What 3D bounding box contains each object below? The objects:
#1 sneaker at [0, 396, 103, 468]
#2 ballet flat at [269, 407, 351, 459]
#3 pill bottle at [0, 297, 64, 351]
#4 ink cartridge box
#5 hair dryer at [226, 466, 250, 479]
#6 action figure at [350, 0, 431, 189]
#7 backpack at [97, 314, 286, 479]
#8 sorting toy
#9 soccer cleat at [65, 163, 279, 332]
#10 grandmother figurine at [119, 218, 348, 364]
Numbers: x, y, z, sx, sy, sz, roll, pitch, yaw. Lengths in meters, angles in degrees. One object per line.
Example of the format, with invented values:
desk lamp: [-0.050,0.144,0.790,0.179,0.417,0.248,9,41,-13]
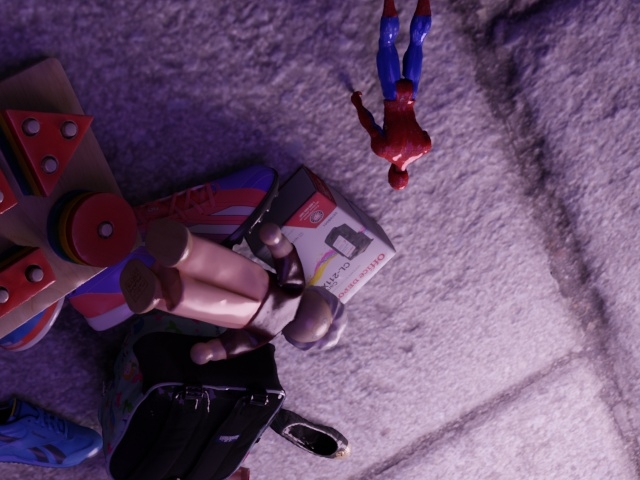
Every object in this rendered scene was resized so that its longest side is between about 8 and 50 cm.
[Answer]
sneaker: [-0.400,0.267,1.642,0.209,0.069,0.082,10,115,-27]
ballet flat: [-0.015,0.315,1.841,0.173,0.049,0.057,31,109,-35]
pill bottle: [-0.426,0.036,1.399,0.124,0.124,0.221,-45,129,11]
ink cartridge box: [0.000,0.000,1.613,0.127,0.072,0.175,-46,127,12]
hair dryer: [-0.230,0.410,1.780,0.294,0.080,0.223,-33,112,18]
action figure: [0.091,-0.208,1.507,0.092,0.139,0.280,-4,102,-16]
backpack: [-0.192,0.231,1.619,0.225,0.191,0.253,7,127,-28]
sorting toy: [-0.336,-0.042,1.326,0.255,0.089,0.257,-37,116,-32]
soccer cleat: [-0.198,-0.012,1.512,0.318,0.108,0.116,-36,115,4]
grandmother figurine: [-0.093,0.078,1.488,0.342,0.104,0.208,20,118,-46]
